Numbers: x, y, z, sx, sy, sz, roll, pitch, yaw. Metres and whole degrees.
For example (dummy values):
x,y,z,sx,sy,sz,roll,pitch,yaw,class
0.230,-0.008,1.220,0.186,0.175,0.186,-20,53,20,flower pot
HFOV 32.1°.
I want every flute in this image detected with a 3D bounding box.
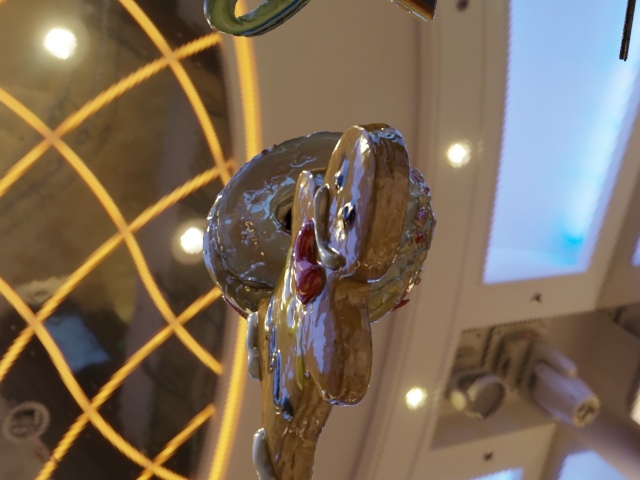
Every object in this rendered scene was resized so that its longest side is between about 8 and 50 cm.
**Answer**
x,y,z,sx,sy,sz,roll,pitch,yaw,class
0.429,-0.374,1.502,0.014,0.014,0.269,-10,-65,-31,flute

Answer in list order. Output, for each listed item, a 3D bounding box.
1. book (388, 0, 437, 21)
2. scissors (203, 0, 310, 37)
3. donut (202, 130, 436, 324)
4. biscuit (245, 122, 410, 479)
x,y,z,sx,sy,sz,roll,pitch,yaw,class
0.018,-0.378,0.953,0.374,0.028,0.262,19,-98,-49,book
0.027,-0.158,0.417,0.187,0.020,0.133,-34,-27,-11,scissors
0.000,0.000,0.807,0.174,0.174,0.068,-33,-37,-16,donut
-0.004,0.032,0.620,0.035,0.158,0.240,4,-44,-17,biscuit
